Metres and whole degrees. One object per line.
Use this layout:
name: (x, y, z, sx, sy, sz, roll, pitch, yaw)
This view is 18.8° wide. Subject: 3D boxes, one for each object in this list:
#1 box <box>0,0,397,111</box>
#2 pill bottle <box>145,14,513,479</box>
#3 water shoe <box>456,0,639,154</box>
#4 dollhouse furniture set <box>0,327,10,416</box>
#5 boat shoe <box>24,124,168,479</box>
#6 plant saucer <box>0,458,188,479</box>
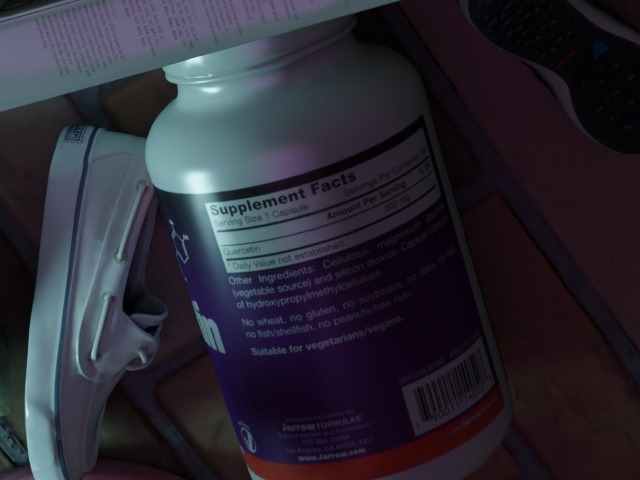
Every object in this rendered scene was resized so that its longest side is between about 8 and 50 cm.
box: (-0.104, -0.152, 1.148, 0.322, 0.232, 0.058, -14, 109, 7)
pill bottle: (0.000, 0.000, 1.224, 0.181, 0.181, 0.323, -15, 107, 8)
water shoe: (0.160, -0.133, 1.231, 0.073, 0.080, 0.203, -39, 128, 18)
dollhouse furniture set: (-0.336, 0.201, 1.182, 0.256, 0.394, 0.362, -16, 139, 8)
boat shoe: (-0.146, 0.053, 1.295, 0.084, 0.095, 0.258, 8, 111, 4)
plant saucer: (-0.168, 0.322, 1.397, 0.332, 0.084, 0.332, 1, 109, 2)
